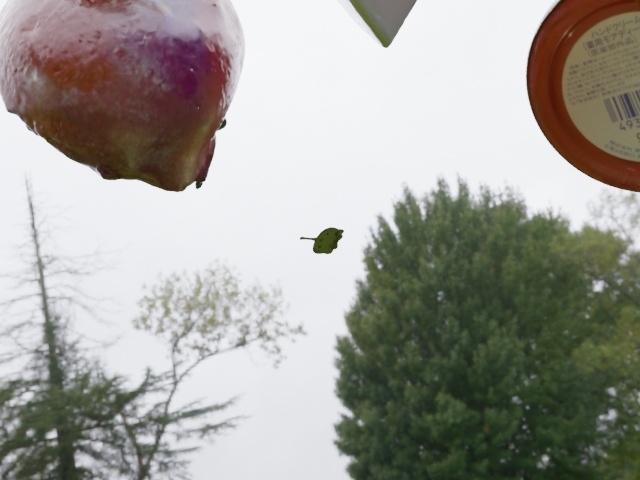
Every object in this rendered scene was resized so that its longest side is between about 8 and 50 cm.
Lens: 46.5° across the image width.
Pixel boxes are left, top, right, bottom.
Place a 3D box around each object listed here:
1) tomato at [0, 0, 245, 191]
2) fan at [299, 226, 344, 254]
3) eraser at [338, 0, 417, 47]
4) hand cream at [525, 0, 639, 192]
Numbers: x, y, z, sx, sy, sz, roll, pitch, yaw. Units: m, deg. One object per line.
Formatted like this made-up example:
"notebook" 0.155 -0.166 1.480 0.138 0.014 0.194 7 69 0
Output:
"tomato" -0.220 -0.231 0.855 0.289 0.335 0.176 20 -45 -18
"fan" 0.000 0.000 1.172 0.083 0.004 0.056 4 -53 -39
"eraser" -0.032 -0.342 0.505 0.082 0.213 0.397 13 -21 46
"hand cream" 0.271 -0.143 0.590 0.125 0.193 0.193 -41 -5 -37
